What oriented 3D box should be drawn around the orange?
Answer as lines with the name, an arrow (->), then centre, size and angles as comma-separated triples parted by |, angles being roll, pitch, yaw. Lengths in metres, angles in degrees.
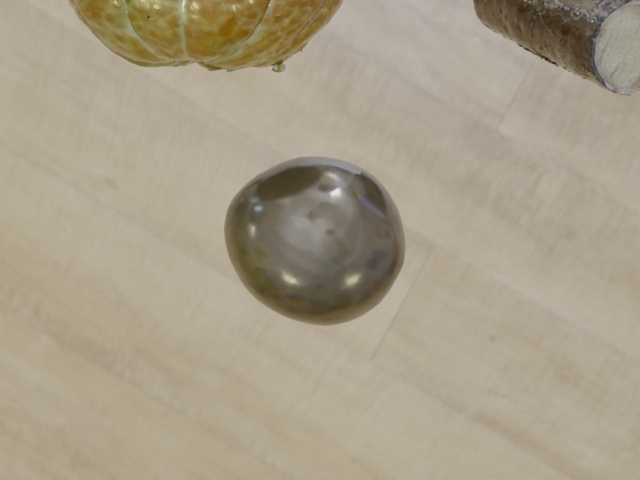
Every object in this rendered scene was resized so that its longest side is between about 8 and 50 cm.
orange -> -0.131, -0.309, 1.457 | 0.329, 0.329, 0.249 | 1, 99, -8

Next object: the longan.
longan -> 0.000, 0.000, 1.499 | 0.196, 0.220, 0.196 | -6, 78, 31

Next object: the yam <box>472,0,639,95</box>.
yam -> 0.318, -0.288, 1.719 | 0.131, 0.279, 0.131 | -14, 122, -24
